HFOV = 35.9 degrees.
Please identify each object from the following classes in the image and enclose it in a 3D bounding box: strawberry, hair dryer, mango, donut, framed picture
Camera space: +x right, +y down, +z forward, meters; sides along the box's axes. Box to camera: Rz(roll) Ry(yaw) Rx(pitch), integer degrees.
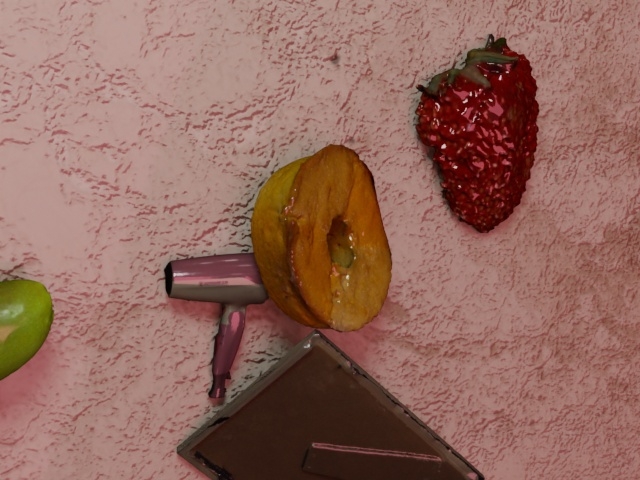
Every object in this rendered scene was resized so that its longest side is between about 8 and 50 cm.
[{"bbox_3d":[0.204,-0.116,1.109,0.167,0.087,0.208,-36,111,-18],"label":"strawberry"},{"bbox_3d":[-0.104,0.091,1.015,0.106,0.054,0.154,-4,103,-20],"label":"hair dryer"},{"bbox_3d":[-0.351,0.085,0.862,0.233,0.111,0.125,-21,111,-19],"label":"mango"},{"bbox_3d":[-0.001,0.001,1.010,0.174,0.074,0.190,-53,127,-44],"label":"donut"},{"bbox_3d":[0.016,0.241,1.055,0.209,0.019,0.281,-40,114,12],"label":"framed picture"}]
